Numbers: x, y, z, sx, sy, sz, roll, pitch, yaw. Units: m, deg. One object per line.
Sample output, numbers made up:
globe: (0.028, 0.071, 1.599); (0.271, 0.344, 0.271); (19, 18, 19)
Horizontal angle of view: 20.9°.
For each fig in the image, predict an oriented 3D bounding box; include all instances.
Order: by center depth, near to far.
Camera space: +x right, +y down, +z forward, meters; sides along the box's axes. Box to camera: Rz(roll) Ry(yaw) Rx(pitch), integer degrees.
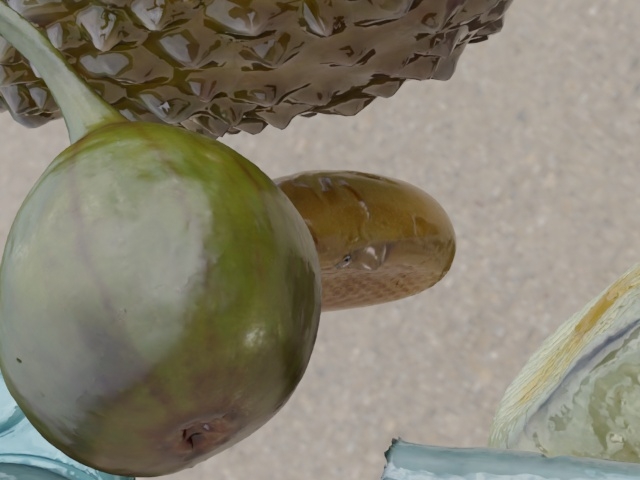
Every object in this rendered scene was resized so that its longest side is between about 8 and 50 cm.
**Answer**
fig: (-0.088, -0.020, 0.663); (0.124, 0.124, 0.236); (-47, 57, 22)

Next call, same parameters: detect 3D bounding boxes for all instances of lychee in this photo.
lychee: (-0.044, -0.231, 0.893); (0.432, 0.380, 0.380); (-34, 28, -10)

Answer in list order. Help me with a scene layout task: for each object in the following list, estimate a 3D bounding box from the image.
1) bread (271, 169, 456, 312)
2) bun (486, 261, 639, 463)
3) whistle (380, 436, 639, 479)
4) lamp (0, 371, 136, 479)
bread: (0.000, 0.000, 1.063); (0.114, 0.189, 0.077); (-34, 61, 50)
bun: (0.244, 0.129, 1.354); (0.244, 0.153, 0.244); (-45, -3, -3)
whistle: (0.178, 0.129, 0.743); (0.312, 0.062, 0.062); (4, 62, 16)
lamp: (-0.175, 0.195, 0.931); (0.209, 0.147, 0.284); (-6, 43, 10)
